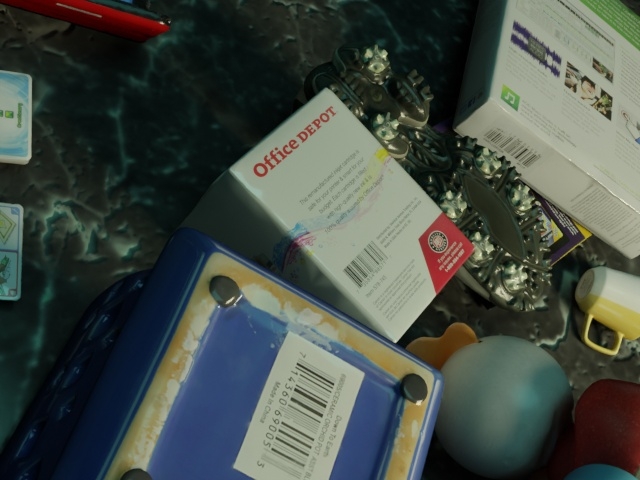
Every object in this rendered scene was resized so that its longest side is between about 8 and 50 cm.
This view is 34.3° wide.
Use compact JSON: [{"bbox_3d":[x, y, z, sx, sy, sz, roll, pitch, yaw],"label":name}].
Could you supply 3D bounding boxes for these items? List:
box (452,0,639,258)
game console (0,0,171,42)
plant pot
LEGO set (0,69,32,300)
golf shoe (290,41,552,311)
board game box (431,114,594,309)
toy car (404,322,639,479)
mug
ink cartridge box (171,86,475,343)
[{"bbox_3d":[0.256,-0.164,1.055,0.232,0.058,0.322,34,47,-17],"label":"box"},{"bbox_3d":[-0.196,-0.220,0.838,0.144,0.124,0.085,12,88,-25],"label":"game console"},{"bbox_3d":[-0.064,0.144,0.653,0.236,0.212,0.236,31,55,-13],"label":"plant pot"},{"bbox_3d":[-0.289,-0.030,0.705,0.182,0.060,0.244,6,64,-24],"label":"LEGO set"},{"bbox_3d":[0.086,-0.044,0.891,0.273,0.120,0.105,48,56,-3],"label":"golf shoe"},{"bbox_3d":[0.161,-0.041,0.979,0.141,0.048,0.170,-30,83,-39],"label":"board game box"},{"bbox_3d":[0.161,0.166,0.825,0.238,0.210,0.219,33,34,23],"label":"toy car"},{"bbox_3d":[0.280,0.061,0.993,0.064,0.062,0.078,24,50,-9],"label":"mug"},{"bbox_3d":[0.000,0.000,0.813,0.176,0.127,0.128,48,53,-2],"label":"ink cartridge box"}]
